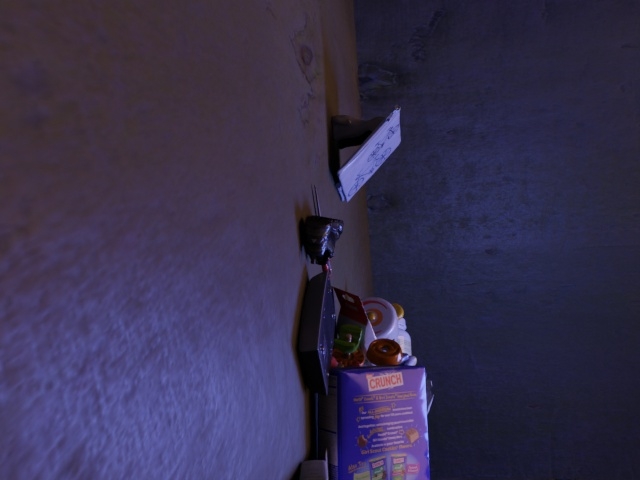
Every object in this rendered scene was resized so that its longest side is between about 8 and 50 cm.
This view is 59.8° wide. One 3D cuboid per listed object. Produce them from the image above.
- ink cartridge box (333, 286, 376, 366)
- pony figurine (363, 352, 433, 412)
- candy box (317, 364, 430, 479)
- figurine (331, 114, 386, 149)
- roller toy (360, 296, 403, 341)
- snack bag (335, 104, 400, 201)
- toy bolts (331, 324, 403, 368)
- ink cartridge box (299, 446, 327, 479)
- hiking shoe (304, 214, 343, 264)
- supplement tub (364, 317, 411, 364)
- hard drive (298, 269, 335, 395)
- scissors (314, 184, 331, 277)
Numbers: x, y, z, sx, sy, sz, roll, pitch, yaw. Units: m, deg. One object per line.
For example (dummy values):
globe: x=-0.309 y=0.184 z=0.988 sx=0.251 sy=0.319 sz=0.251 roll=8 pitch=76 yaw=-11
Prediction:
ink cartridge box: x=0.098 y=0.264 z=1.709 sx=0.181 sy=0.056 sz=0.225 roll=12 pitch=-52 yaw=64
pony figurine: x=0.231 y=0.529 z=1.863 sx=0.363 sy=0.302 sz=0.351 roll=-42 pitch=138 yaw=-61
candy box: x=0.129 y=0.466 z=1.350 sx=0.122 sy=0.268 sz=0.317 roll=-13 pitch=-106 yaw=57
figurine: x=0.158 y=-0.405 z=2.038 sx=0.215 sy=0.209 sz=0.093 roll=18 pitch=69 yaw=-80
roller toy: x=0.196 y=0.315 z=2.079 sx=0.146 sy=0.209 sz=0.191 roll=75 pitch=29 yaw=-51
snack bag: x=0.169 y=-0.297 z=1.976 sx=0.323 sy=0.037 sz=0.342 roll=-48 pitch=167 yaw=-3
toy bolts: x=0.104 y=0.372 z=1.536 sx=0.228 sy=0.218 sz=0.159 roll=-44 pitch=139 yaw=-54
ink cartridge box: x=-0.007 y=0.588 z=1.130 sx=0.239 sy=0.060 sz=0.275 roll=95 pitch=-7 yaw=-84
hiking shoe: x=0.000 y=0.000 z=1.362 sx=0.227 sy=0.086 sz=0.114 roll=-11 pitch=112 yaw=-76
supplement tub: x=0.247 y=0.479 z=2.221 sx=0.235 sy=0.235 sz=0.325 roll=68 pitch=21 yaw=-64
hard drive: x=-0.004 y=0.208 z=1.286 sx=0.255 sy=0.054 sz=0.172 roll=-81 pitch=165 yaw=-53
scissors: x=0.007 y=-0.013 z=1.538 sx=0.297 sy=0.021 sz=0.109 roll=79 pitch=13 yaw=-48
